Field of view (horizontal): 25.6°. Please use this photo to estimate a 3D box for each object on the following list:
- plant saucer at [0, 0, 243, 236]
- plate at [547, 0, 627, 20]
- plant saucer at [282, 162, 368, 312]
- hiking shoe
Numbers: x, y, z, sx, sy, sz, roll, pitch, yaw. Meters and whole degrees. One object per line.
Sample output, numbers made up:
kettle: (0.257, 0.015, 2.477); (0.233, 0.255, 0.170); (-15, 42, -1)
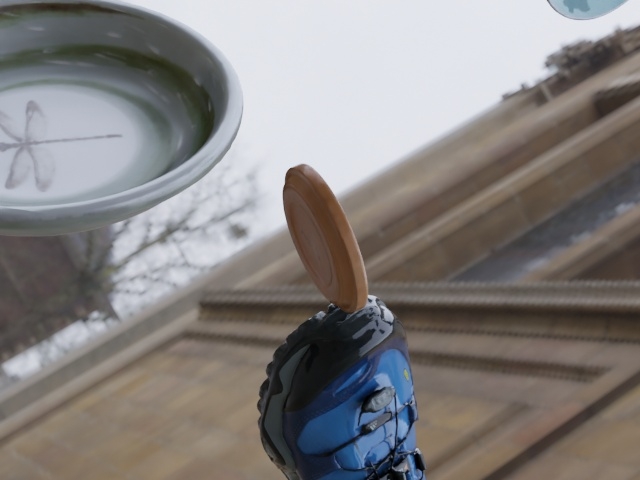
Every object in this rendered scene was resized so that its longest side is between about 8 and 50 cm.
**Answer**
plant saucer: (-0.277, -0.110, 1.402); (0.400, 0.400, 0.101); (43, -37, 38)
plate: (0.266, -0.294, 1.301); (0.024, 0.188, 0.188); (41, -27, 39)
plant saucer: (0.000, 0.000, 0.741); (0.083, 0.013, 0.083); (58, -18, 31)
hiking shoe: (0.042, 0.164, 0.894); (0.132, 0.113, 0.304); (35, -36, 36)
